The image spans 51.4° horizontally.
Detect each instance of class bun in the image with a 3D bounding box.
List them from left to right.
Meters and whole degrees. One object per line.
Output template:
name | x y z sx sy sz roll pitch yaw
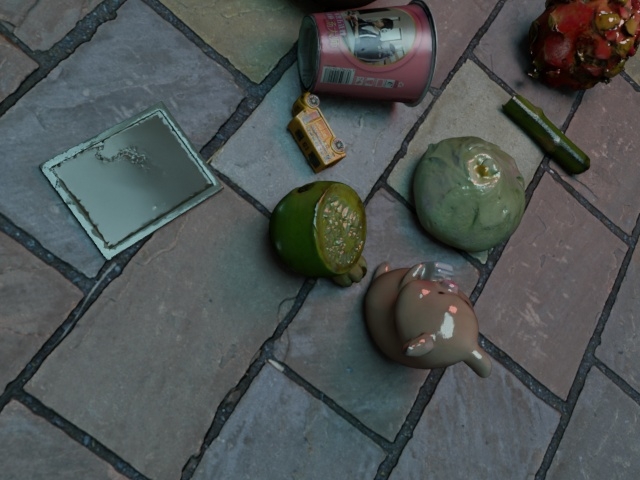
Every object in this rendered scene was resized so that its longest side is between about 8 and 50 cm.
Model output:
bun | 0.352 -0.118 1.481 0.283 0.179 0.283 8 71 -25

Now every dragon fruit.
dragon fruit | 0.680 -0.532 1.692 0.269 0.291 0.250 8 77 -21

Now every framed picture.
framed picture | -0.350 -0.118 1.258 0.273 0.016 0.216 -35 91 -28

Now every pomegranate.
pomegranate | -0.001 -0.015 1.315 0.241 0.159 0.190 18 74 -48

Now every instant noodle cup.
instant noodle cup | 0.090 -0.404 1.438 0.255 0.244 0.244 -4 76 -16

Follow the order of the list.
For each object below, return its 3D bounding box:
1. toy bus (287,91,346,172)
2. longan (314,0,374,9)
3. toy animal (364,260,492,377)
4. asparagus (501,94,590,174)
toy bus | -0.016 -0.229 1.411 0.074 0.069 0.162 -30 89 -26
longan | 0.058 -0.696 1.453 0.361 0.361 0.361 7 72 -22
toy animal | 0.209 0.147 1.309 0.195 0.256 0.213 17 79 -20
asparagus | 0.578 -0.273 1.700 0.277 0.060 0.067 42 82 -7
